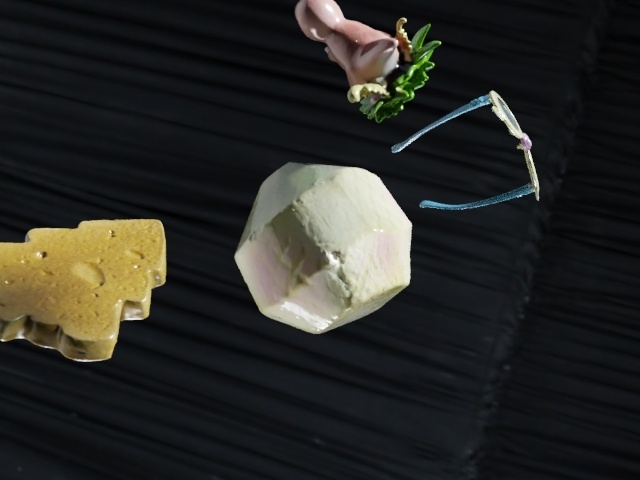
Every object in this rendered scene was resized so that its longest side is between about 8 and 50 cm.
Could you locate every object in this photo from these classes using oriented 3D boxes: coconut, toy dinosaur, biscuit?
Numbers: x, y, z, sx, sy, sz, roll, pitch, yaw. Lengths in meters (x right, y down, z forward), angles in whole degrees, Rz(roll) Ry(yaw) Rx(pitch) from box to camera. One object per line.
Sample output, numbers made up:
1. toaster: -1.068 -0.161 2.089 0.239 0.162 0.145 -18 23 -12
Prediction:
1. coconut: 0.000 0.000 1.428 0.259 0.259 0.259 16 90 -75
2. toy dinosaur: 0.064 -0.274 1.366 0.152 0.194 0.177 -46 124 7
3. biscuit: -0.250 0.039 1.040 0.239 0.212 0.041 -33 141 -45

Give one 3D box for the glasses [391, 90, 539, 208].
1. glasses: 0.239 -0.142 1.610 0.189 0.221 0.088 57 43 -29
